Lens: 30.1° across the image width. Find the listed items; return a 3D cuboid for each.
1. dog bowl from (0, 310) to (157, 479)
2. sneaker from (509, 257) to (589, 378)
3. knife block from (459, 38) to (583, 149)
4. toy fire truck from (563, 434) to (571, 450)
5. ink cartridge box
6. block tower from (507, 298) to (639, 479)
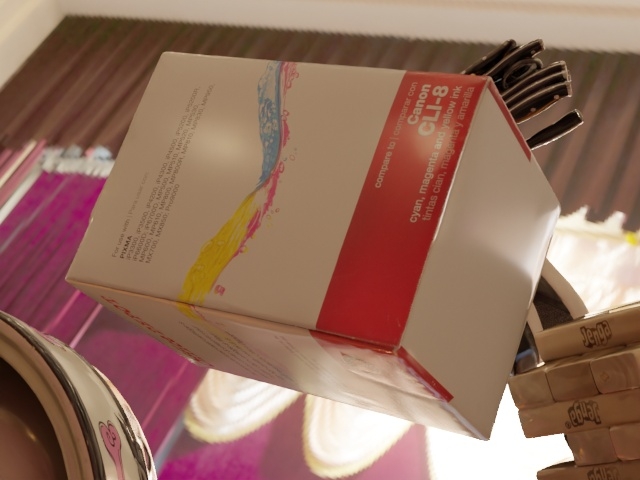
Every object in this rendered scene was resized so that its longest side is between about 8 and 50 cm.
[{"bbox_3d":[-0.324,0.254,1.073,0.407,0.408,0.150,8,-4,25],"label":"dog bowl"},{"bbox_3d":[0.112,0.024,0.984,0.217,0.121,0.079,48,-17,9],"label":"sneaker"},{"bbox_3d":[0.175,-0.111,1.404,0.088,0.276,0.242,40,-13,-35],"label":"knife block"},{"bbox_3d":[0.384,0.251,1.317,0.246,0.217,0.158,29,-41,-21],"label":"toy fire truck"},{"bbox_3d":[0.000,0.000,0.559,0.176,0.127,0.128,9,-20,30],"label":"ink cartridge box"},{"bbox_3d":[0.195,0.197,0.600,0.097,0.091,0.336,-23,-98,53],"label":"block tower"}]
